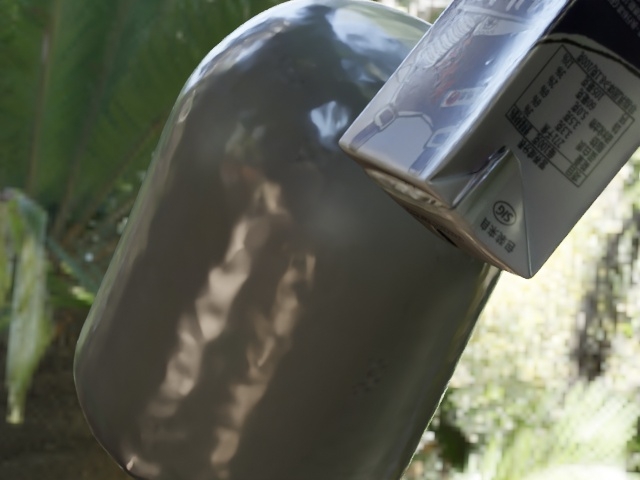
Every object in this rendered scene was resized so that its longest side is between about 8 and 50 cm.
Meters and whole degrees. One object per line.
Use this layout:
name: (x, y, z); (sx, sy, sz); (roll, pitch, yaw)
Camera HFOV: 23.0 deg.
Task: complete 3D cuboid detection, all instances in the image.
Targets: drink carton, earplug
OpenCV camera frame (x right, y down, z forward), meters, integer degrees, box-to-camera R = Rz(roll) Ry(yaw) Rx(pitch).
drink carton: (0.131, -0.098, 0.923); (0.102, 0.222, 0.134); (40, -3, -27)
earplug: (0.000, 0.000, 1.303); (0.312, 0.394, 0.313); (19, 29, -11)
